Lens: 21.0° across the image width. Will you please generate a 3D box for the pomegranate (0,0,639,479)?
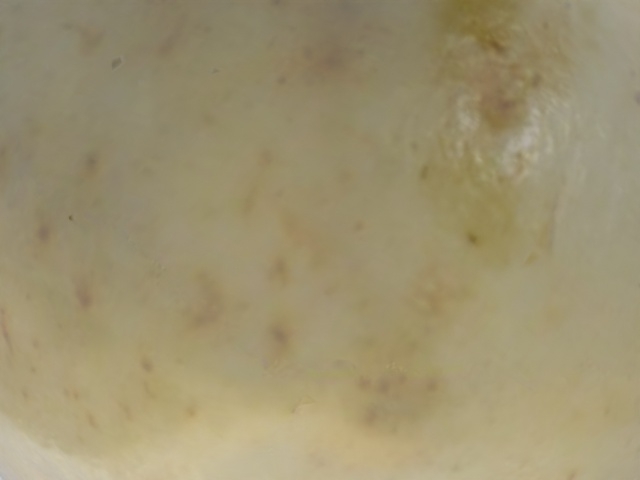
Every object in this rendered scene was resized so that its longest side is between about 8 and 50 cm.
[{"bbox_3d":[0.011,-0.012,0.562,0.307,0.307,0.307,-35,-148,26],"label":"pomegranate"}]
